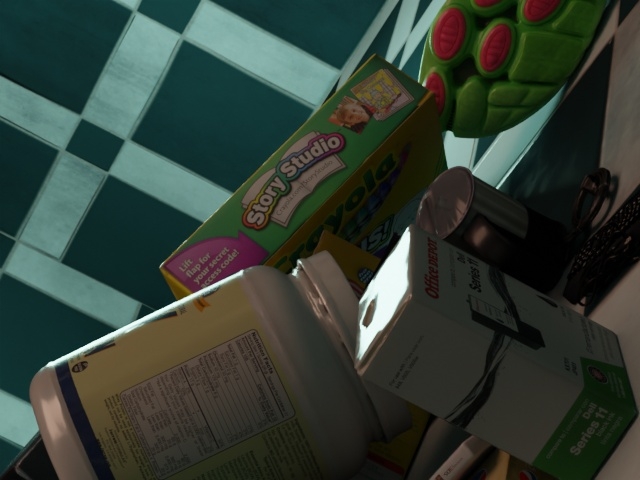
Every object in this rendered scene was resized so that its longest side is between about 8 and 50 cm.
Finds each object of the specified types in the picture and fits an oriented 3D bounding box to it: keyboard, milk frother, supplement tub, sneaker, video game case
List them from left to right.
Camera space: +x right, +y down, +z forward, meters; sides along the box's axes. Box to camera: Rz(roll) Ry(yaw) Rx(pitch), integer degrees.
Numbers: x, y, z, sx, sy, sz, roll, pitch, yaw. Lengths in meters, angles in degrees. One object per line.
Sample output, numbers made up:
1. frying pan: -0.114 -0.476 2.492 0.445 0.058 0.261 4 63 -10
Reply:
1. supplement tub: -0.097 0.168 1.656 0.324 0.235 0.235 -26 7 -5
2. video game case: 0.132 0.195 1.465 0.157 0.019 0.143 -25 -23 -50
3. milk frother: 0.194 -0.032 1.637 0.129 0.134 0.143 18 82 60
4. sneaker: 0.283 -0.331 2.050 0.483 0.185 0.202 -59 -9 0
5. keyboard: 0.266 -0.013 1.507 0.192 0.038 0.100 -54 12 49

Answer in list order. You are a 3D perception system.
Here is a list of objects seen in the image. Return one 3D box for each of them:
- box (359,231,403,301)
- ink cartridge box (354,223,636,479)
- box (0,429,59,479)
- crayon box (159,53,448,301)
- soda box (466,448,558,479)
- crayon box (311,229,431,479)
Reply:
1. box: 0.132 0.072 1.622 0.093 0.158 0.156 -62 8 1
2. ink cartridge box: 0.139 0.091 1.363 0.087 0.208 0.153 -59 10 21
3. box: -0.232 0.321 2.107 0.212 0.293 0.395 -50 4 -21
4. crayon box: 0.000 0.000 2.017 0.363 0.106 0.313 -46 -24 -14
5. soda box: 0.138 0.242 1.417 0.181 0.058 0.061 -54 12 41
6. crayon box: 0.018 0.175 1.847 0.319 0.202 0.081 -64 9 -17
